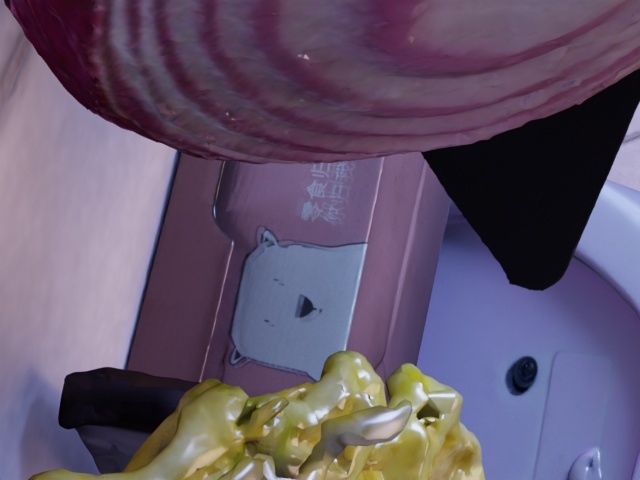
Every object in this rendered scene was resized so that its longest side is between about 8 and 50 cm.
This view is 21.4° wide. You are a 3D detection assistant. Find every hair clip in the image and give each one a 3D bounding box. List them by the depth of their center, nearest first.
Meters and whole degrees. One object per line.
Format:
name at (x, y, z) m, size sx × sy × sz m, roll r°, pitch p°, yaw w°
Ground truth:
hair clip at (-0.041, 0.141, 0.700) m, size 0.331 × 0.085 × 0.101 m, roll 61°, pitch 34°, yaw -69°

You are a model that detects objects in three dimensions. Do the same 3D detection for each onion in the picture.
onion at (0.000, -0.148, 0.408) m, size 0.230 × 0.272 × 0.256 m, roll 176°, pitch -69°, yaw -76°

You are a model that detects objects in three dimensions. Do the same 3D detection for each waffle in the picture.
waffle at (-0.054, 0.158, 0.504) m, size 0.280 × 0.060 × 0.262 m, roll -25°, pitch 135°, yaw -40°

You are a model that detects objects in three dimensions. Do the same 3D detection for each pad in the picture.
pad at (0.037, -0.124, 0.584) m, size 0.267 × 0.004 × 0.181 m, roll 59°, pitch -33°, yaw 38°

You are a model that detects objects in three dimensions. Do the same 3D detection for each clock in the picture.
clock at (0.092, 0.115, 0.874) m, size 0.102 × 0.338 × 0.338 m, roll 19°, pitch 79°, yaw -42°

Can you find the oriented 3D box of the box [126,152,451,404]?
box at (0.000, 0.000, 0.778) m, size 0.215 × 0.086 × 0.215 m, roll 58°, pitch 43°, yaw -72°
